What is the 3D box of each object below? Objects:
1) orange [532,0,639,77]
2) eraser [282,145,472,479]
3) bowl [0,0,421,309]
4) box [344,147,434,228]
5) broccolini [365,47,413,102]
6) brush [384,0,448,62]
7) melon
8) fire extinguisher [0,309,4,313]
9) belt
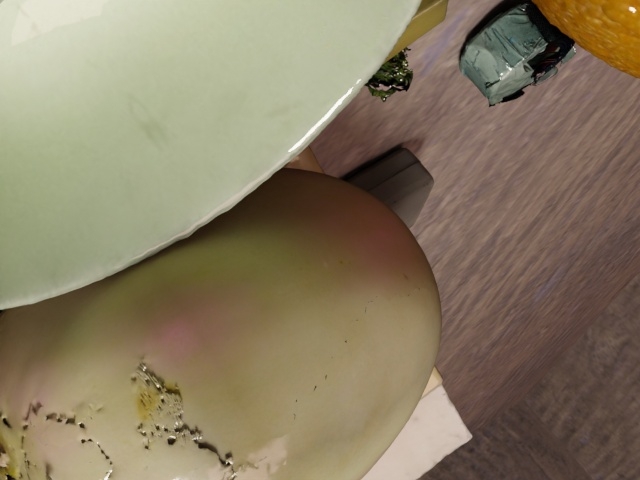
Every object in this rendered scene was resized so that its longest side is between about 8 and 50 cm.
[{"bbox_3d":[0.251,-0.250,0.805,0.322,0.322,0.357,-47,172,19],"label":"orange"},{"bbox_3d":[-0.017,0.061,1.028,0.144,0.078,0.343,-37,118,-10],"label":"eraser"},{"bbox_3d":[-0.108,-0.114,0.611,0.307,0.163,0.307,-36,163,-13],"label":"bowl"},{"bbox_3d":[0.000,0.000,1.306,0.244,0.055,0.103,-31,161,-28],"label":"box"},{"bbox_3d":[0.007,-0.140,1.025,0.042,0.044,0.218,-32,163,29],"label":"broccolini"},{"bbox_3d":[-0.039,-0.118,0.859,0.233,0.103,0.047,-38,167,-5],"label":"brush"},{"bbox_3d":[-0.061,0.075,0.820,0.317,0.223,0.223,-25,157,-42],"label":"melon"},{"bbox_3d":[-0.248,0.100,0.890,0.102,0.138,0.344,-17,157,-18],"label":"fire extinguisher"},{"bbox_3d":[0.184,-0.178,1.255,0.105,0.058,0.140,-43,167,27],"label":"belt"}]
